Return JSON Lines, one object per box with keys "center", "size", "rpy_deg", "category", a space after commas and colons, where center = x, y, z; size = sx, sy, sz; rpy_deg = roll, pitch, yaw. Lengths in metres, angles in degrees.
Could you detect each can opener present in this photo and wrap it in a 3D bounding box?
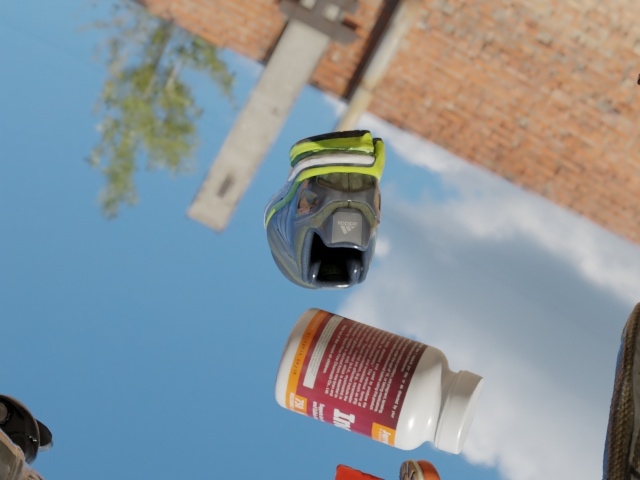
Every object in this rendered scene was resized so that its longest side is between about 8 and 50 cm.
{"center": [-0.308, 0.143, 1.109], "size": [0.186, 0.073, 0.059], "rpy_deg": [13, -122, 4], "category": "can opener"}

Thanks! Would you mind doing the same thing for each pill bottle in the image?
{"center": [0.047, 0.115, 1.099], "size": [0.152, 0.086, 0.086], "rpy_deg": [18, -161, 14], "category": "pill bottle"}

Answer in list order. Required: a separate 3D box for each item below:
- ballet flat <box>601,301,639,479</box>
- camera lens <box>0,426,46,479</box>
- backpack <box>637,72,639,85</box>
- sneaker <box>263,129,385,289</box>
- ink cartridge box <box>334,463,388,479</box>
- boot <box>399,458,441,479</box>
{"center": [0.315, 0.180, 1.417], "size": [0.058, 0.250, 0.084], "rpy_deg": [-9, 155, 44], "category": "ballet flat"}
{"center": [-0.356, 0.164, 0.963], "size": [0.274, 0.219, 0.219], "rpy_deg": [43, -162, -17], "category": "camera lens"}
{"center": [0.417, -0.176, 1.315], "size": [0.117, 0.173, 0.158], "rpy_deg": [49, -118, -12], "category": "backpack"}
{"center": [0.000, 0.000, 1.396], "size": [0.111, 0.300, 0.121], "rpy_deg": [1, -111, -4], "category": "sneaker"}
{"center": [0.082, 0.214, 0.783], "size": [0.179, 0.045, 0.145], "rpy_deg": [23, -116, -27], "category": "ink cartridge box"}
{"center": [0.126, 0.249, 1.294], "size": [0.059, 0.084, 0.158], "rpy_deg": [-119, 4, -52], "category": "boot"}
